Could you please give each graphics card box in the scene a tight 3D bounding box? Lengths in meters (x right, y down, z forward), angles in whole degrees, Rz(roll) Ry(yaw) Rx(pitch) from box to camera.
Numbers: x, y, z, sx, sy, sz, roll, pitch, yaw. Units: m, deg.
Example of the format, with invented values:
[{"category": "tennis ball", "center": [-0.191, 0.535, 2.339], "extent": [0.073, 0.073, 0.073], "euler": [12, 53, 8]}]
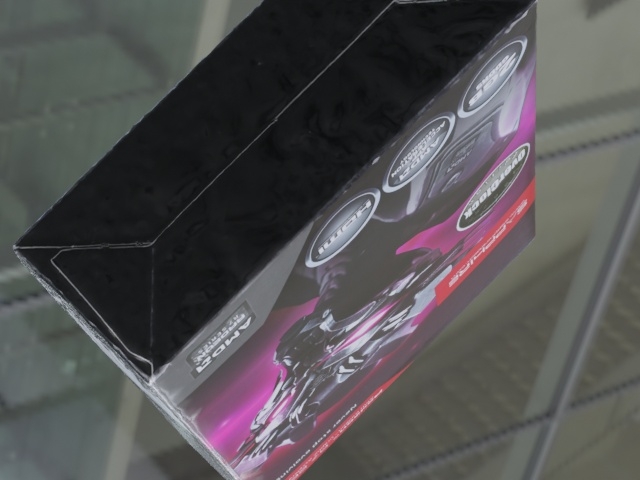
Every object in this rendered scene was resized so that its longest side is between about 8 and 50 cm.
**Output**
[{"category": "graphics card box", "center": [0.000, 0.000, 0.983], "extent": [0.233, 0.371, 0.094], "euler": [-44, -106, -8]}]
